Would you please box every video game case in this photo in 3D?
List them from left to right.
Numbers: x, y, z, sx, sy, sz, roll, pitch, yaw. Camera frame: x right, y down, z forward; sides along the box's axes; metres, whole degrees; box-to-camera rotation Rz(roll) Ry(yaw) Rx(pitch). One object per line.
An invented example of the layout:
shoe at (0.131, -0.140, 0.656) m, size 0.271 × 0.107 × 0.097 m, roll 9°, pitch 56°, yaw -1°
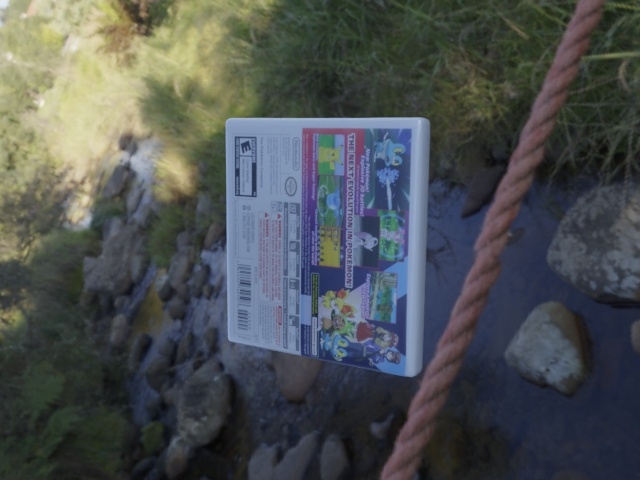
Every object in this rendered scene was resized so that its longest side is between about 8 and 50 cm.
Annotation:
video game case at (0.000, 0.000, 0.580) m, size 0.184 × 0.023 × 0.201 m, roll 6°, pitch 100°, yaw 30°
